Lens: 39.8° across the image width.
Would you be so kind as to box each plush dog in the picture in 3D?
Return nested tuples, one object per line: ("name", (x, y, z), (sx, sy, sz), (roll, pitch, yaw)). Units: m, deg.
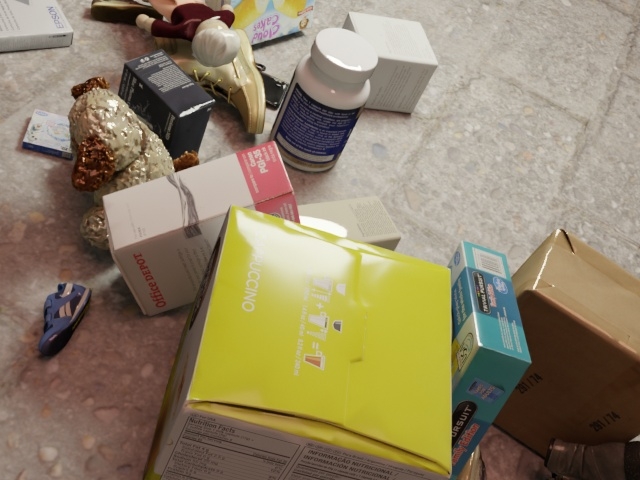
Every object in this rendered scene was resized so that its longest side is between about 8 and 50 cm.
("plush dog", (-0.332, -0.146, 1.452), (0.210, 0.225, 0.263), (-21, 56, 6))

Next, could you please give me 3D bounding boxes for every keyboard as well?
("keyboard", (-0.159, -0.350, 1.892), (0.180, 0.023, 0.108), (23, 52, -5))

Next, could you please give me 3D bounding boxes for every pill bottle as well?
("pill bottle", (0.007, -0.273, 1.728), (0.153, 0.265, 0.153), (12, 48, -14))

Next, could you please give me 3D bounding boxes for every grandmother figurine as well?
("grandmother figurine", (-0.261, -0.445, 1.754), (0.207, 0.104, 0.342), (-23, 46, -20))

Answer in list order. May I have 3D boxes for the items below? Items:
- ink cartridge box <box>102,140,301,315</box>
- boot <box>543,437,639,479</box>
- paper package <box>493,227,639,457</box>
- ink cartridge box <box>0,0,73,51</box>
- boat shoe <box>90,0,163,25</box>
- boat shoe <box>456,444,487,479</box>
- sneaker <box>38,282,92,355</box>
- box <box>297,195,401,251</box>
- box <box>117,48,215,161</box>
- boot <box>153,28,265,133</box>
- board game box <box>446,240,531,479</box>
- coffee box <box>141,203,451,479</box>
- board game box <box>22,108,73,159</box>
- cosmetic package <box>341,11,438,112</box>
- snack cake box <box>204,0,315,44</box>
("ink cartridge box", (-0.176, -0.014, 1.393), (0.282, 0.207, 0.117), (-18, 56, -5))
("boot", (0.453, 0.425, 1.430), (0.161, 0.247, 0.083), (-6, 16, 28))
("paper package", (0.410, 0.195, 1.461), (0.309, 0.325, 0.168), (34, 46, 5))
("ink cartridge box", (-0.637, -0.463, 1.757), (0.223, 0.045, 0.223), (-16, 59, -33))
("boat shoe", (-0.410, -0.493, 1.879), (0.152, 0.056, 0.049), (3, 55, -22))
("boat shoe", (0.199, 0.420, 1.327), (0.092, 0.102, 0.285), (49, 40, -25))
("sneaker", (-0.401, 0.118, 1.352), (0.059, 0.053, 0.144), (24, 37, -4))
("box", (0.000, 0.000, 1.605), (0.275, 0.094, 0.113), (-8, 55, -29))
("box", (-0.293, -0.237, 1.637), (0.158, 0.156, 0.093), (44, 48, 15))
("boot", (-0.224, -0.316, 1.777), (0.203, 0.095, 0.262), (-7, 62, -19))
("board game box", (0.180, 0.208, 1.298), (0.079, 0.336, 0.254), (19, 31, -8))
("coffee box", (-0.035, 0.211, 1.236), (0.338, 0.334, 0.338), (17, 46, -10))
("board game box", (-0.485, -0.193, 1.607), (0.090, 0.020, 0.090), (14, 47, -12))
("cosmetic package", (0.134, -0.394, 1.971), (0.183, 0.151, 0.152), (4, 50, -23))
("snack cake box", (-0.130, -0.528, 1.958), (0.089, 0.152, 0.264), (35, 44, 31))
